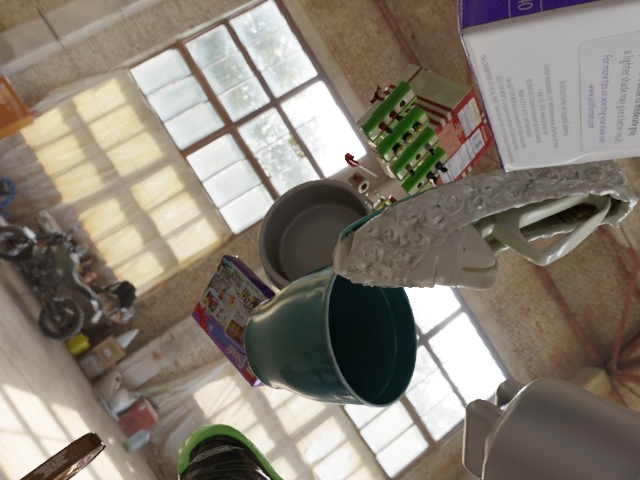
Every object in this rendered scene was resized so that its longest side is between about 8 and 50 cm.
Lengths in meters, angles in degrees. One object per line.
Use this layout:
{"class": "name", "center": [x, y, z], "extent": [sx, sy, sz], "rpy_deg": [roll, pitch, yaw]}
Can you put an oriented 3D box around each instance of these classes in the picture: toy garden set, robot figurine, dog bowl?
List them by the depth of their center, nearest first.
{"class": "robot figurine", "center": [0.343, 0.298, 0.717], "extent": [0.353, 0.299, 0.200], "rpy_deg": [20, -57, 48]}
{"class": "toy garden set", "center": [0.139, -0.133, 1.081], "extent": [0.049, 0.204, 0.244], "rpy_deg": [44, 1, 38]}
{"class": "dog bowl", "center": [0.000, 0.000, 1.489], "extent": [0.349, 0.348, 0.102], "rpy_deg": [48, -5, 28]}

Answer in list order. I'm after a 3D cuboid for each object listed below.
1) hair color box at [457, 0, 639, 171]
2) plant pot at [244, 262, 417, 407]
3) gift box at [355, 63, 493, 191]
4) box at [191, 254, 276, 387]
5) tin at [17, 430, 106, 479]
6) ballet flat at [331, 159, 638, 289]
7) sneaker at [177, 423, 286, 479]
{"class": "hair color box", "center": [0.259, -0.134, 0.316], "extent": [0.185, 0.338, 0.110], "rpy_deg": [35, 56, -61]}
{"class": "plant pot", "center": [0.003, 0.179, 1.118], "extent": [0.255, 0.272, 0.272], "rpy_deg": [-15, -69, 39]}
{"class": "gift box", "center": [0.281, -0.295, 1.559], "extent": [0.258, 0.276, 0.255], "rpy_deg": [35, -15, 42]}
{"class": "box", "center": [-0.193, 0.199, 1.508], "extent": [0.293, 0.201, 0.057], "rpy_deg": [41, 17, 33]}
{"class": "tin", "center": [-0.425, 0.371, 0.926], "extent": [0.040, 0.189, 0.106], "rpy_deg": [50, -46, 7]}
{"class": "ballet flat", "center": [0.219, -0.017, 0.735], "extent": [0.147, 0.408, 0.147], "rpy_deg": [159, -90, -78]}
{"class": "sneaker", "center": [-0.083, 0.556, 1.129], "extent": [0.482, 0.185, 0.202], "rpy_deg": [34, 21, -8]}
